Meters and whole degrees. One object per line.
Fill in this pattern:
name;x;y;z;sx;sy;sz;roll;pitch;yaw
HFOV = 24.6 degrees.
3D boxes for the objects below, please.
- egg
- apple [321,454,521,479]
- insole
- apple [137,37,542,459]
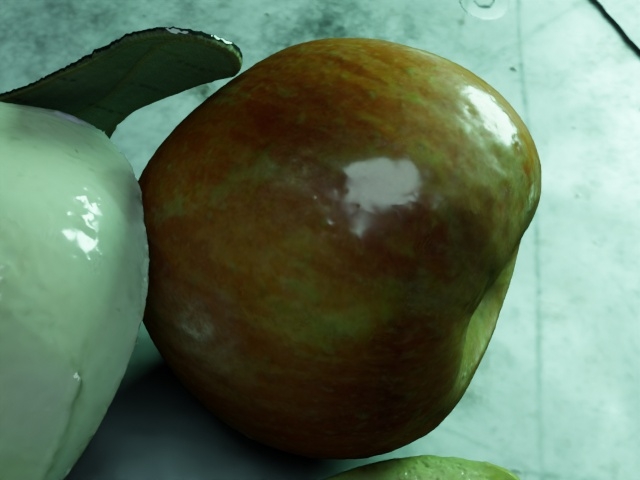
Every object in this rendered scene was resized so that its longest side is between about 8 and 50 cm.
egg;-0.279;0.032;0.951;0.337;0.201;0.337;-18;59;31
apple;0.048;0.243;0.965;0.265;0.120;0.193;-25;48;-24
insole;-0.178;-0.095;1.068;0.119;0.348;0.009;13;71;-38
apple;0.000;0.000;1.025;0.301;0.301;0.301;2;56;-3
